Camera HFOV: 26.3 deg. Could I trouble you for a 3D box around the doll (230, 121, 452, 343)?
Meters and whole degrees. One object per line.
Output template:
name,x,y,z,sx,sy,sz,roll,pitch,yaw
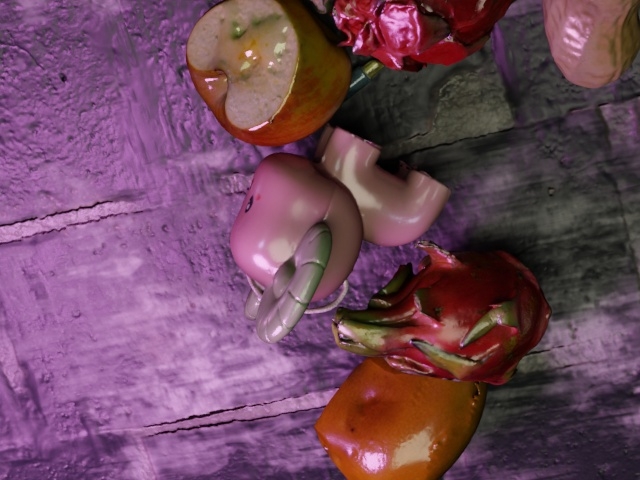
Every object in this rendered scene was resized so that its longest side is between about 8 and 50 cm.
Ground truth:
doll,0.000,0.000,1.654,0.216,0.284,0.268,28,93,-10

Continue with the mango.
mango,0.124,0.235,1.802,0.236,0.166,0.136,-55,143,5

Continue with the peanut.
peanut,0.311,-0.288,1.526,0.111,0.125,0.275,-20,145,-14

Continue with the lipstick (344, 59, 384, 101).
lipstick,0.029,-0.187,1.683,0.116,0.037,0.037,-38,105,16

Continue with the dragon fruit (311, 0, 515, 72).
dragon fruit,0.131,-0.312,1.536,0.293,0.234,0.234,-24,113,-15

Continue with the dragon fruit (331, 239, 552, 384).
dragon fruit,0.152,0.087,1.699,0.269,0.200,0.198,2,106,6

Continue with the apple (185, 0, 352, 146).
apple,-0.061,-0.200,1.614,0.173,0.160,0.195,-40,64,8
